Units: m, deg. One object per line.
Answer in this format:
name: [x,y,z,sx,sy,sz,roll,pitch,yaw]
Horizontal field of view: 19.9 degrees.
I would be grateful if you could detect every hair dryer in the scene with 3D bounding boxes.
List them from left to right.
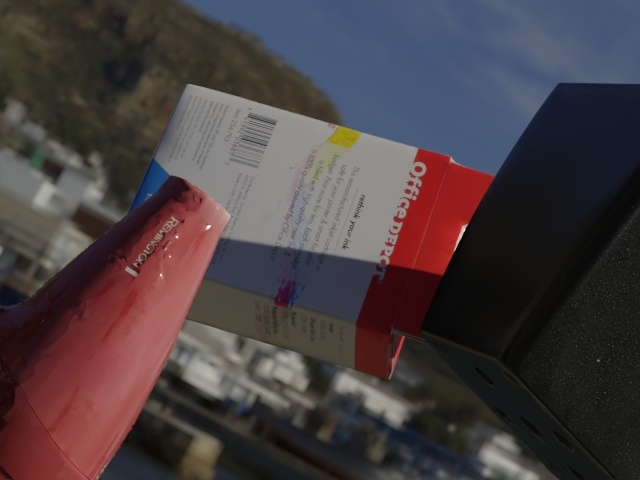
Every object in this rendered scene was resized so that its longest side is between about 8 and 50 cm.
hair dryer: [-0.181,0.036,0.865,0.294,0.223,0.080,-15,-2,-7]

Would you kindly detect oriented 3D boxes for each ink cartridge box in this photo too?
ink cartridge box: [0.000,0.000,1.164,0.231,0.134,0.078,17,-26,8]

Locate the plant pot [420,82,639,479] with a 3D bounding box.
plant pot: [0.167,0.041,0.968,0.188,0.167,0.187,46,-8,-16]
